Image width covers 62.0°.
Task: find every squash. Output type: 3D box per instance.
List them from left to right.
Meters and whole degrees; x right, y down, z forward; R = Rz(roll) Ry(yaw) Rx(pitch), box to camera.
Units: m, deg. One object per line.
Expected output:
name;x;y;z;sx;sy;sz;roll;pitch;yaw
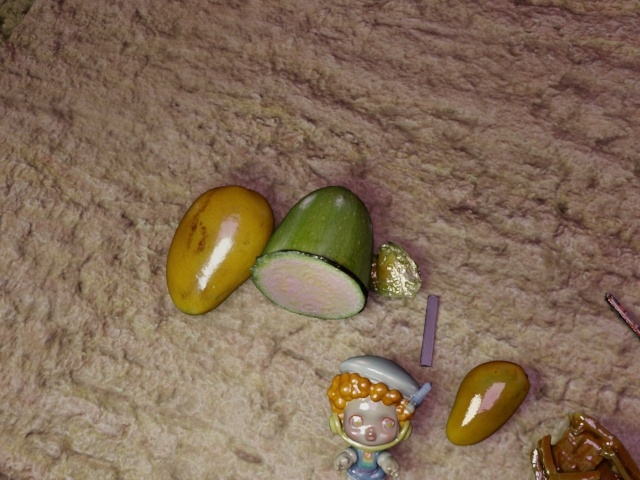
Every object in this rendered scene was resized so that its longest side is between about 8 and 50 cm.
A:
squash;0.003;0.006;1.419;0.311;0.310;0.308;10;53;9

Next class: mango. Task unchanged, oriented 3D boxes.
mango;-0.280;0.023;1.437;0.264;0.221;0.377;22;79;34
mango;0.398;0.394;1.304;0.138;0.113;0.253;43;86;13

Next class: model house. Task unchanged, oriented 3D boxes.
model house;0.576;0.543;1.197;0.220;0.199;0.229;37;73;28

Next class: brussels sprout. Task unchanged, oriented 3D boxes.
brussels sprout;0.193;0.088;1.441;0.181;0.100;0.139;40;88;15

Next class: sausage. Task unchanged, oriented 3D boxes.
sausage;0.805;0.216;1.375;0.028;0.025;0.198;-28;70;-21

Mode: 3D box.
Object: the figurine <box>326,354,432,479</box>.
figurine;0.103;0.462;1.285;0.225;0.205;0.381;19;93;8

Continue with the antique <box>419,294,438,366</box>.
antique;0.290;0.241;1.418;0.031;0.015;0.191;9;72;7
